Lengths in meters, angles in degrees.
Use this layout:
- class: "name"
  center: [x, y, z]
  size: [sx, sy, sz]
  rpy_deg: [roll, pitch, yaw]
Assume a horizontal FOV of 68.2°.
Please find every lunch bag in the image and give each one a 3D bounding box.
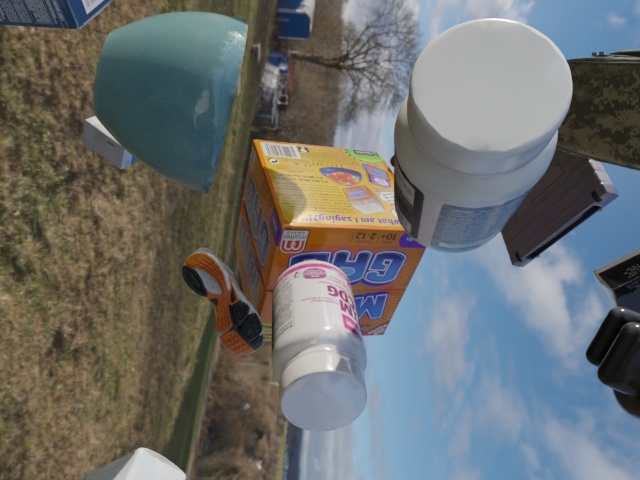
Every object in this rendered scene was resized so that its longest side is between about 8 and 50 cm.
- class: "lunch bag"
  center: [0.666, -0.279, 0.963]
  size: [0.305, 0.255, 0.213]
  rpy_deg: [-138, -140, -60]

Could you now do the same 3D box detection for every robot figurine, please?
- class: "robot figurine"
  center: [0.527, 0.196, 0.649]
  size: [0.174, 0.278, 0.209]
  rpy_deg: [100, 15, -56]

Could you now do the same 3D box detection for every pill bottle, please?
- class: "pill bottle"
  center: [-0.005, 0.174, 0.832]
  size: [0.283, 0.160, 0.161]
  rpy_deg: [-99, -168, -59]
- class: "pill bottle"
  center: [0.207, -0.119, 0.677]
  size: [0.361, 0.204, 0.204]
  rpy_deg: [62, 30, -73]

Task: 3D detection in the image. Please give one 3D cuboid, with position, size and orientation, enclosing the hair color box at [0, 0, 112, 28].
- class: "hair color box"
  center: [-0.666, -0.560, 1.043]
  size: [0.105, 0.346, 0.174]
  rpy_deg: [89, 11, -47]

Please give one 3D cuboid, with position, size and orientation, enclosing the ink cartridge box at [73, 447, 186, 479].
- class: "ink cartridge box"
  center: [-0.356, 0.493, 0.599]
  size: [0.308, 0.091, 0.385]
  rpy_deg: [-34, -157, 33]

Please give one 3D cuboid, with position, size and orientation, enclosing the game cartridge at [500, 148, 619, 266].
- class: "game cartridge"
  center: [0.646, -0.109, 1.344]
  size: [0.355, 0.068, 0.230]
  rpy_deg: [123, -27, -50]

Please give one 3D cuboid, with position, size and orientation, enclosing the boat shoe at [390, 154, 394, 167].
- class: "boat shoe"
  center: [0.313, -0.249, 1.289]
  size: [0.105, 0.306, 0.113]
  rpy_deg: [44, -29, 25]

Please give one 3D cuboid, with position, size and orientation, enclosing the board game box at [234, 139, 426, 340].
- class: "board game box"
  center: [0.000, 0.000, 1.208]
  size: [0.356, 0.356, 0.357]
  rpy_deg: [-112, -149, -47]

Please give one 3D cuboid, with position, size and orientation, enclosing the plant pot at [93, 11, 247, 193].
- class: "plant pot"
  center: [-0.249, -0.240, 0.770]
  size: [0.290, 0.195, 0.291]
  rpy_deg: [-167, -90, -72]

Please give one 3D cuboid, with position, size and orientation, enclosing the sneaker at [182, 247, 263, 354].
- class: "sneaker"
  center: [-0.199, 0.124, 1.035]
  size: [0.121, 0.099, 0.263]
  rpy_deg: [-106, 171, -72]

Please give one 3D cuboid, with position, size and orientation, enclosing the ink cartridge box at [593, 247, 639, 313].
- class: "ink cartridge box"
  center: [0.629, 0.143, 0.866]
  size: [0.333, 0.165, 0.065]
  rpy_deg: [53, 13, -30]

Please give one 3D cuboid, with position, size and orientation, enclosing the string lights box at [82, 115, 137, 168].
- class: "string lights box"
  center: [-0.504, -0.307, 1.307]
  size: [0.077, 0.133, 0.260]
  rpy_deg: [-57, 175, 38]
